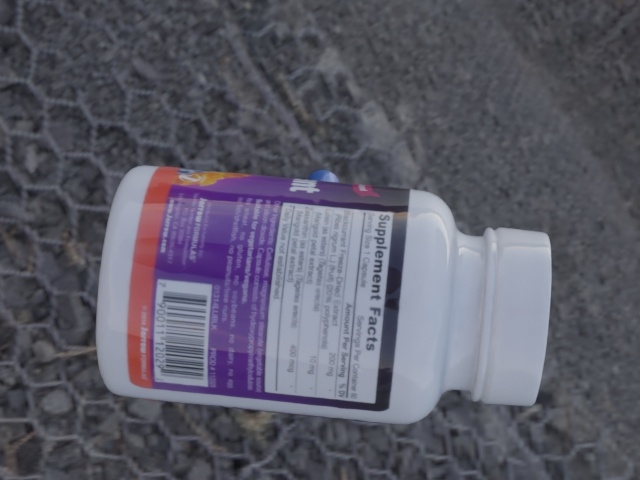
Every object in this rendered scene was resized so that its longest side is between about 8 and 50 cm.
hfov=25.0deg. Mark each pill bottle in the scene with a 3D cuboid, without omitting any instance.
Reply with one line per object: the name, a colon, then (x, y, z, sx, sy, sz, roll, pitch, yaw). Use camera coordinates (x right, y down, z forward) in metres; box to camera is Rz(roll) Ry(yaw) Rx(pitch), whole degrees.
pill bottle: (0.003, 0.027, 0.655, 0.193, 0.108, 0.108, 6, 73, 2)

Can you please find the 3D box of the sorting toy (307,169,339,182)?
sorting toy: (0.000, 0.000, 0.750, 0.042, 0.101, 0.061, -74, 162, -47)
